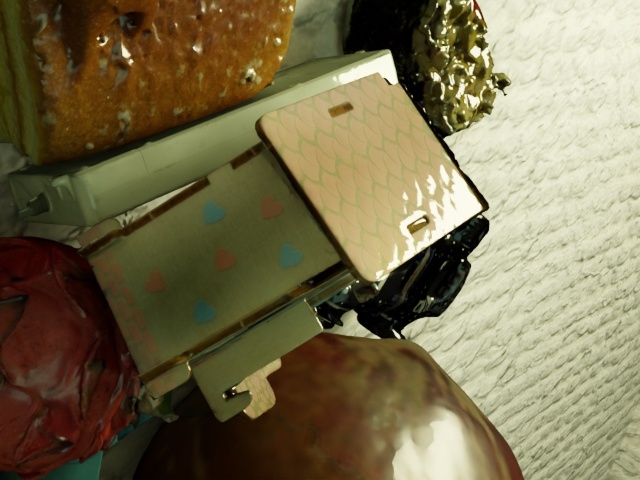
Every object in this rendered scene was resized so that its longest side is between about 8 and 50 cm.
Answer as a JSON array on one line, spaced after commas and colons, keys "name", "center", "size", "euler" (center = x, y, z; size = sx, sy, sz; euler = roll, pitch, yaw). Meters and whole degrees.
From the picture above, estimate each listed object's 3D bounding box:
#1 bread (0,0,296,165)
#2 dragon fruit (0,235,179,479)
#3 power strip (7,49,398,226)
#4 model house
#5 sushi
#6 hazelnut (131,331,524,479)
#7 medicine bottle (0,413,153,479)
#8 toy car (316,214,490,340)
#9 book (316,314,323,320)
[{"name": "bread", "center": [-0.120, -0.169, 0.646], "size": [0.234, 0.111, 0.184], "euler": [-31, 137, -39]}, {"name": "dragon fruit", "center": [-0.208, 0.079, 0.666], "size": [0.210, 0.172, 0.172], "euler": [12, 104, -43]}, {"name": "power strip", "center": [-0.085, -0.088, 0.758], "size": [0.367, 0.106, 0.043], "euler": [-29, 112, -39]}, {"name": "model house", "center": [0.000, 0.000, 0.721], "size": [0.244, 0.169, 0.326], "euler": [-36, 174, 9]}, {"name": "sushi", "center": [0.103, -0.177, 0.939], "size": [0.147, 0.115, 0.212], "euler": [-51, 147, -15]}, {"name": "hazelnut", "center": [0.021, 0.307, 0.923], "size": [0.429, 0.402, 0.402], "euler": [34, 85, -21]}, {"name": "medicine bottle", "center": [-0.228, 0.220, 0.824], "size": [0.124, 0.079, 0.258], "euler": [-9, 122, -49]}, {"name": "toy car", "center": [0.073, 0.013, 1.022], "size": [0.193, 0.118, 0.301], "euler": [-58, 150, 3]}, {"name": "book", "center": [-0.036, 0.056, 1.019], "size": [0.182, 0.014, 0.127], "euler": [-25, 133, -43]}]
